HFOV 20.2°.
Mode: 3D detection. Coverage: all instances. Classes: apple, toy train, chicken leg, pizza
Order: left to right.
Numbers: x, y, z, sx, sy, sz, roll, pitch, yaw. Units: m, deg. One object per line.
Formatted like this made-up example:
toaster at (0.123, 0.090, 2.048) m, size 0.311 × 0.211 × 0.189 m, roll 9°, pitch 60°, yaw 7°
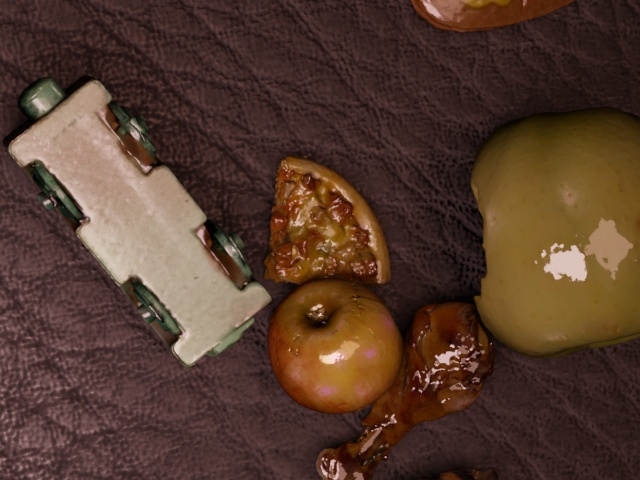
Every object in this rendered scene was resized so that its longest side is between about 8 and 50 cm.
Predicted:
toy train at (-0.186, -0.027, 1.782) m, size 0.129 × 0.159 × 0.326 m, roll -40°, pitch 103°, yaw -7°
pizza at (0.000, 0.000, 1.881) m, size 0.175 × 0.046 × 0.134 m, roll 41°, pitch 81°, yaw -11°
apple at (0.015, 0.112, 1.841) m, size 0.146 × 0.146 × 0.146 m, roll 0°, pitch 91°, yaw -14°
chicken leg at (0.089, 0.170, 1.894) m, size 0.107 × 0.087 × 0.251 m, roll 43°, pitch 88°, yaw 11°
apple at (0.269, -0.007, 1.834) m, size 0.279 × 0.279 × 0.279 m, roll 0°, pitch 91°, yaw -14°

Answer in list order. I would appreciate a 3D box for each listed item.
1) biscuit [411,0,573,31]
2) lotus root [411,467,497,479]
biscuit at (0.196, -0.373, 1.922) m, size 0.262 × 0.052 × 0.277 m, roll -19°, pitch 95°, yaw -13°
lotus root at (0.104, 0.321, 1.875) m, size 0.125 × 0.118 × 0.221 m, roll 40°, pitch 77°, yaw -43°
